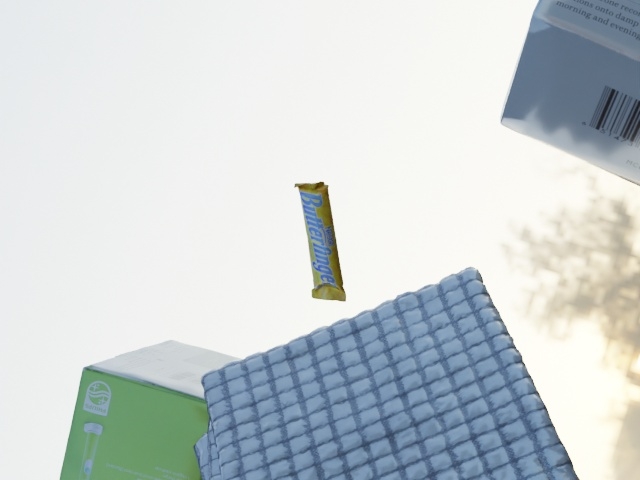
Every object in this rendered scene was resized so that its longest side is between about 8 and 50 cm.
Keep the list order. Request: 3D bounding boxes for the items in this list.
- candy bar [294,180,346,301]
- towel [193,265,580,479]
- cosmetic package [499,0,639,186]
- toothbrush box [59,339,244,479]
[{"bbox_3d":[0.000,0.000,1.843,0.018,0.040,0.161,-64,-27,-48],"label":"candy bar"},{"bbox_3d":[0.047,0.169,1.147,0.283,0.235,0.121,-111,-1,-56],"label":"towel"},{"bbox_3d":[0.286,-0.218,1.154,0.365,0.197,0.155,-60,-9,-23],"label":"cosmetic package"},{"bbox_3d":[-0.135,0.240,1.425,0.206,0.122,0.283,-7,-68,-75],"label":"toothbrush box"}]
